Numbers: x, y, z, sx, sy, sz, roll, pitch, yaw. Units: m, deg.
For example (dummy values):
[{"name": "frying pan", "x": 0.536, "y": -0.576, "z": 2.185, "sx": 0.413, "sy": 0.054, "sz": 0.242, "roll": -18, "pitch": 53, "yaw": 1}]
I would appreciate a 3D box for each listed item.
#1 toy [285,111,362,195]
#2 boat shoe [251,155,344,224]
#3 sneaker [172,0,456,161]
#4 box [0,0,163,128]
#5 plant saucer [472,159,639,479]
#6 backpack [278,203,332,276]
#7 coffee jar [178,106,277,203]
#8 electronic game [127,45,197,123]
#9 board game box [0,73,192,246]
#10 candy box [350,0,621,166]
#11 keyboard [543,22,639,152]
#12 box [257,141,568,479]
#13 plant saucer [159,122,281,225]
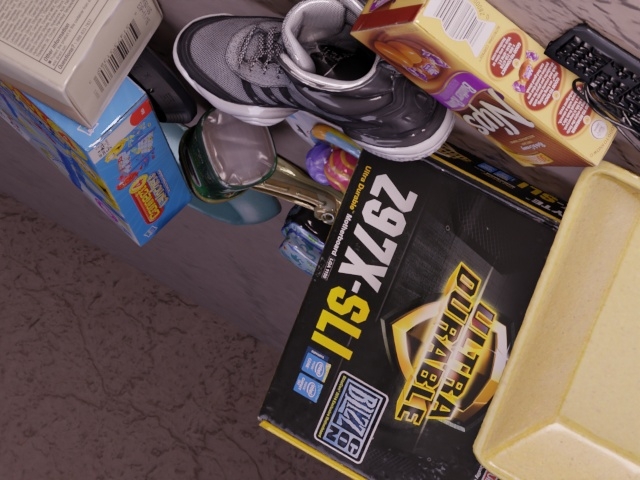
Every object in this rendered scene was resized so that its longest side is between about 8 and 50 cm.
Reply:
[{"name": "toy", "x": 0.043, "y": -0.065, "z": 1.859, "sx": 0.237, "sy": 0.056, "sz": 0.137, "roll": 22, "pitch": 165, "yaw": 41}, {"name": "boat shoe", "x": -0.014, "y": -0.047, "z": 2.119, "sx": 0.153, "sy": 0.048, "sz": 0.056, "roll": 31, "pitch": 170, "yaw": 2}, {"name": "sneaker", "x": -0.022, "y": -0.158, "z": 1.509, "sx": 0.268, "sy": 0.101, "sz": 0.153, "roll": 19, "pitch": 165, "yaw": 26}, {"name": "box", "x": -0.328, "y": -0.253, "z": 1.789, "sx": 0.311, "sy": 0.148, "sz": 0.121, "roll": 30, "pitch": 170, "yaw": 14}, {"name": "plant saucer", "x": 0.326, "y": 0.122, "z": 1.492, "sx": 0.332, "sy": 0.081, "sz": 0.333, "roll": 28, "pitch": 126, "yaw": 16}, {"name": "backpack", "x": 0.000, "y": 0.000, "z": 2.205, "sx": 0.105, "sy": 0.084, "sz": 0.114, "roll": 34, "pitch": 172, "yaw": -5}, {"name": "coffee jar", "x": -0.106, "y": -0.095, "z": 2.025, "sx": 0.184, "sy": 0.079, "sz": 0.096, "roll": 162, "pitch": 89, "yaw": -76}, {"name": "electronic game", "x": -0.225, "y": -0.206, "z": 1.974, "sx": 0.229, "sy": 0.048, "sz": 0.229, "roll": 38, "pitch": 170, "yaw": 8}, {"name": "board game box", "x": -0.295, "y": -0.165, "z": 1.984, "sx": 0.308, "sy": 0.086, "sz": 0.302, "roll": 42, "pitch": 170, "yaw": 17}, {"name": "candy box", "x": 0.125, "y": -0.125, "z": 1.365, "sx": 0.186, "sy": 0.053, "sz": 0.109, "roll": 34, "pitch": 169, "yaw": -21}, {"name": "keyboard", "x": 0.240, "y": -0.081, "z": 1.287, "sx": 0.192, "sy": 0.038, "sz": 0.100, "roll": 33, "pitch": 170, "yaw": -4}, {"name": "box", "x": 0.112, "y": 0.086, "z": 1.683, "sx": 0.257, "sy": 0.322, "sz": 0.079, "roll": 29, "pitch": -158, "yaw": 19}, {"name": "plant saucer", "x": -0.197, "y": -0.104, "z": 2.394, "sx": 0.317, "sy": 0.044, "sz": 0.317, "roll": 29, "pitch": 169, "yaw": 6}]
